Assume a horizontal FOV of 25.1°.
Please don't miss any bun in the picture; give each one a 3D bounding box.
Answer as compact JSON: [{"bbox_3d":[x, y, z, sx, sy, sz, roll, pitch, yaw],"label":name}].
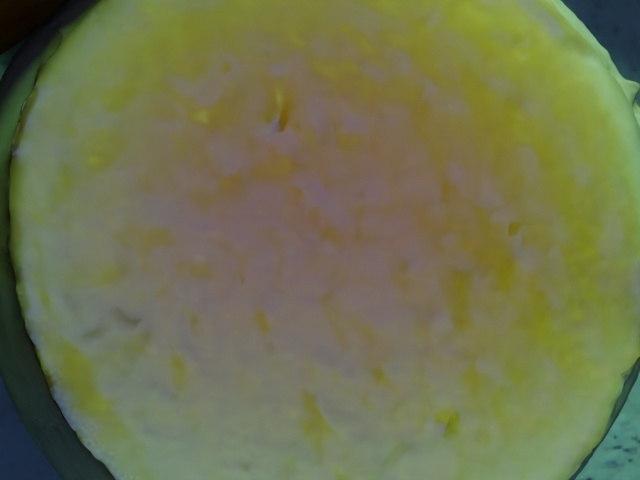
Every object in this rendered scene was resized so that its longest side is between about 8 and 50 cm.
[{"bbox_3d":[0.000,0.000,0.641,0.298,0.165,0.299,0,88,-10],"label":"bun"}]

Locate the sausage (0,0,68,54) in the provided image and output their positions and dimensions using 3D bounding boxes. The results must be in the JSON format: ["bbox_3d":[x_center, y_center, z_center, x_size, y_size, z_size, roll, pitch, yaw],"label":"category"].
[{"bbox_3d":[-0.090,-0.163,0.565,0.302,0.103,0.076,-46,135,-8],"label":"sausage"}]
